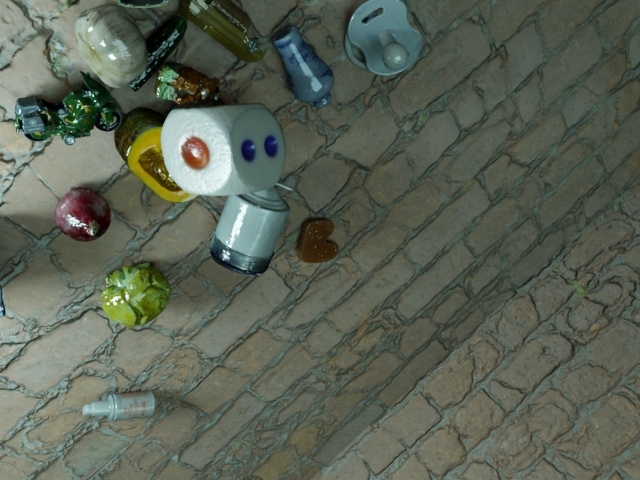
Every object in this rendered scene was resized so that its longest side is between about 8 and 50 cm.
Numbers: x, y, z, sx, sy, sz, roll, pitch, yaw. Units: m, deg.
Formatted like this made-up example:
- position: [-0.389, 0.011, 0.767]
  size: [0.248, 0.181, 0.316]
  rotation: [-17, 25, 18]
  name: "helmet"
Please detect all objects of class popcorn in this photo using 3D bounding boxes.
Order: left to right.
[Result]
- position: [-0.603, 0.184, 2.022]
  size: [0.221, 0.184, 0.204]
  rotation: [-25, 137, -17]
  name: "popcorn"

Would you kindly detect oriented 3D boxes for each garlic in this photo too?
- position: [-0.510, -0.525, 1.594]
  size: [0.212, 0.218, 0.219]
  rotation: [-46, 138, -31]
  name: "garlic"

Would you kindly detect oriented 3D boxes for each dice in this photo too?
- position: [-0.269, -0.259, 1.725]
  size: [0.251, 0.259, 0.243]
  rotation: [-25, 113, -55]
  name: "dice"

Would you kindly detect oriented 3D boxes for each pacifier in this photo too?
- position: [0.205, -0.616, 1.951]
  size: [0.238, 0.226, 0.287]
  rotation: [-28, 133, 12]
  name: "pacifier"

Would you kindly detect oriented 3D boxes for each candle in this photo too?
- position: [-0.229, -0.064, 2.063]
  size: [0.221, 0.221, 0.343]
  rotation: [9, 111, -36]
  name: "candle"

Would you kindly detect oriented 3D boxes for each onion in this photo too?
- position: [-0.681, -0.062, 1.792]
  size: [0.159, 0.195, 0.160]
  rotation: [-20, 126, -30]
  name: "onion"

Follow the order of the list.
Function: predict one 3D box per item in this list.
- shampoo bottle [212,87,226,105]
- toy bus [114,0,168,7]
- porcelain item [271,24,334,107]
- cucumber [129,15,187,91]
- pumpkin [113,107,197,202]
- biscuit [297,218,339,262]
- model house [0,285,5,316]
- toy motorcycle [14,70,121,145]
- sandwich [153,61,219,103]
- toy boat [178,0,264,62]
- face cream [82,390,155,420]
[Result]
- position: [-0.301, -0.362, 1.907]
  size: [0.067, 0.068, 0.236]
  rotation: [-22, 128, -12]
  name: "shampoo bottle"
- position: [-0.454, -0.747, 1.493]
  size: [0.144, 0.152, 0.330]
  rotation: [-9, 123, -21]
  name: "toy bus"
- position: [-0.050, -0.531, 1.911]
  size: [0.141, 0.141, 0.259]
  rotation: [-39, 125, -3]
  name: "porcelain item"
- position: [-0.455, -0.521, 1.700]
  size: [0.241, 0.074, 0.074]
  rotation: [-47, 133, 3]
  name: "cucumber"
- position: [-0.453, -0.261, 1.841]
  size: [0.221, 0.139, 0.317]
  rotation: [-39, 130, 1]
  name: "pumpkin"
- position: [0.000, 0.000, 2.367]
  size: [0.186, 0.036, 0.192]
  rotation: [-5, 123, -32]
  name: "biscuit"
- position: [-1.033, 0.093, 1.676]
  size: [0.303, 0.215, 0.237]
  rotation: [-6, 124, -23]
  name: "model house"
- position: [-0.677, -0.354, 1.646]
  size: [0.274, 0.125, 0.187]
  rotation: [-16, 137, -23]
  name: "toy motorcycle"
- position: [-0.379, -0.428, 1.724]
  size: [0.159, 0.185, 0.109]
  rotation: [21, 106, -10]
  name: "sandwich"
- position: [-0.274, -0.618, 1.735]
  size: [0.310, 0.089, 0.115]
  rotation: [29, 100, -41]
  name: "toy boat"
- position: [-0.746, 0.615, 2.279]
  size: [0.251, 0.101, 0.101]
  rotation: [4, 118, -34]
  name: "face cream"
